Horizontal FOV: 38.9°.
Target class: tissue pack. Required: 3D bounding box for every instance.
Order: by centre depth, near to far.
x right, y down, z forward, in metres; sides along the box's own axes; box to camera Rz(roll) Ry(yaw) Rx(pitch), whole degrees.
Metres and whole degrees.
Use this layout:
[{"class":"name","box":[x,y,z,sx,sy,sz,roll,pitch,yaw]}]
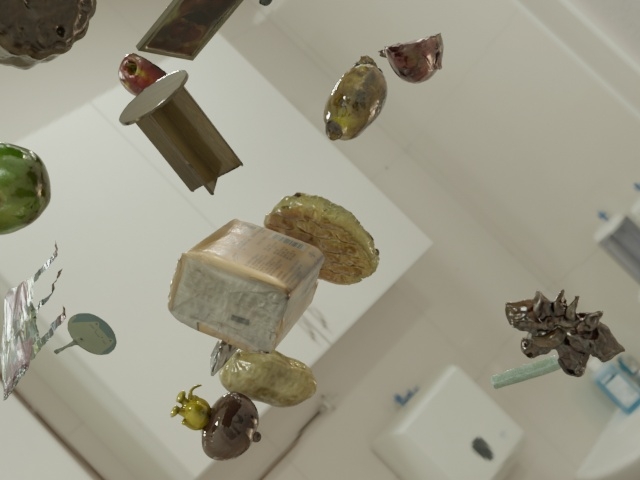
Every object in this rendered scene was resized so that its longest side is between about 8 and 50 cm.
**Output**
[{"class":"tissue pack","box":[-0.143,0.112,1.707,0.238,0.238,0.305,-47,0,17]}]

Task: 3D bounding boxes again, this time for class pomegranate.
[{"class":"pomegranate","box":[-0.650,-0.105,1.930,0.159,0.189,0.241,-15,-26,-6]}]

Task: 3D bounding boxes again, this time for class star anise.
[{"class":"star anise","box":[0.498,0.200,1.902,0.220,0.214,0.099,-19,17,44]}]

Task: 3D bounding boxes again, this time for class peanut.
[{"class":"peanut","box":[-0.117,0.307,2.060,0.129,0.224,0.129,-165,90,-81]}]

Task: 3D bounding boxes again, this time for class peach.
[{"class":"peach","box":[-0.433,-0.396,2.279,0.092,0.127,0.172,-58,-40,-6]}]

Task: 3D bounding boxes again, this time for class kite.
[{"class":"kite","box":[-0.488,0.133,1.530,0.022,0.204,0.360,6,-26,-32]}]

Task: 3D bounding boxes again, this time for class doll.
[{"class":"doll","box":[-0.207,0.362,1.855,0.145,0.188,0.096,-45,-2,-36]}]

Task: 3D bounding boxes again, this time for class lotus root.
[{"class":"lotus root","box":[0.090,-0.359,2.398,0.169,0.141,0.314,-50,10,53]}]

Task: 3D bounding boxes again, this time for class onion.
[{"class":"onion","box":[0.207,-0.397,2.014,0.151,0.098,0.206,-9,13,29]}]

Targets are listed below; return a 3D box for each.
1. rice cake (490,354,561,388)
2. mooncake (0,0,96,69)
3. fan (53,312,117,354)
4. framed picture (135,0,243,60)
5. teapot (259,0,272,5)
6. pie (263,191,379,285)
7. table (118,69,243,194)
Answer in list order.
[{"class":"rice cake","box":[0.490,0.315,2.165,0.171,0.029,0.033,-19,32,3]},{"class":"mooncake","box":[-0.635,-0.530,1.924,0.324,0.324,0.187,-42,27,-30]},{"class":"fan","box":[-0.496,0.205,1.896,0.005,0.113,0.175,-49,-10,28]},{"class":"framed picture","box":[-0.314,-0.577,2.317,0.289,0.020,0.211,-43,-20,27]},{"class":"teapot","box":[-0.074,-0.634,1.951,0.183,0.173,0.269,30,-92,-50]},{"class":"pie","box":[0.000,0.000,2.357,0.083,0.340,0.339,-64,5,-29]},{"class":"table","box":[-0.275,-0.209,1.857,0.167,0.226,0.167,-27,30,17]}]
